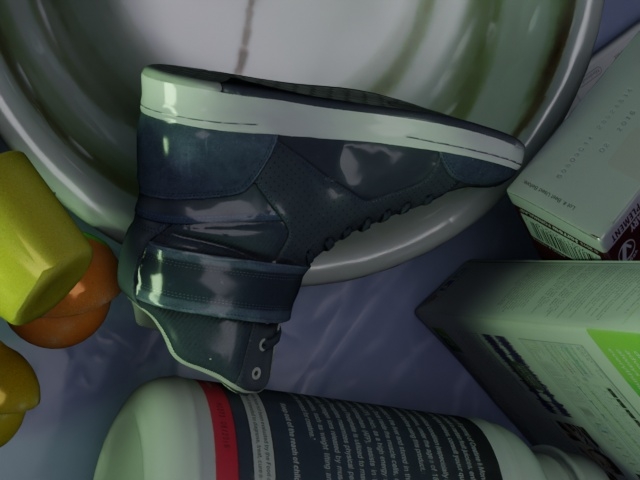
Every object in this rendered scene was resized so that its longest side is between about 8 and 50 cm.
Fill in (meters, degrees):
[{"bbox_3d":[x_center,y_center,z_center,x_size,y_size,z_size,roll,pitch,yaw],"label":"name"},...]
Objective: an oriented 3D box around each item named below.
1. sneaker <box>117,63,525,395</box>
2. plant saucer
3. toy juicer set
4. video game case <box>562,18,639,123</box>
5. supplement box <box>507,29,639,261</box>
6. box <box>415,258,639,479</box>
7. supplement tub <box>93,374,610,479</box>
[{"bbox_3d":[-0.001,0.000,0.872,0.226,0.086,0.164,4,100,-27],"label":"sneaker"},{"bbox_3d":[-0.029,-0.175,0.948,0.400,0.100,0.401,0,91,-19],"label":"plant saucer"},{"bbox_3d":[-0.236,0.094,0.842,0.089,0.209,0.329,44,91,9],"label":"toy juicer set"},{"bbox_3d":[0.239,-0.078,1.082,0.157,0.019,0.143,-36,99,-16],"label":"video game case"},{"bbox_3d":[0.207,0.003,0.972,0.130,0.073,0.239,-50,141,-11],"label":"supplement box"},{"bbox_3d":[0.195,0.110,0.902,0.058,0.322,0.232,-44,101,-11],"label":"box"},{"bbox_3d":[0.014,0.185,0.908,0.272,0.191,0.191,10,85,-17],"label":"supplement tub"}]
